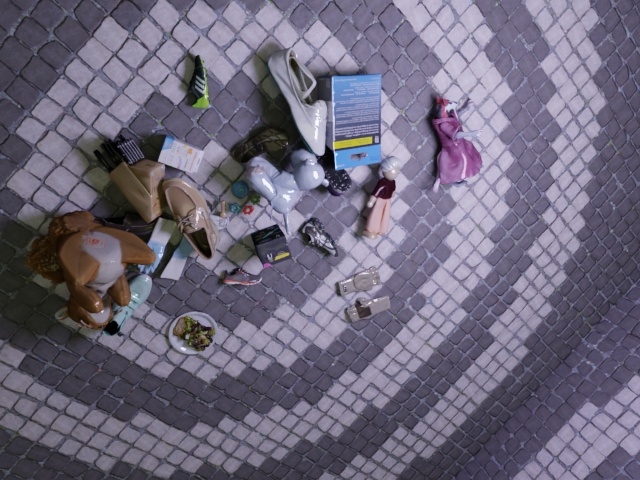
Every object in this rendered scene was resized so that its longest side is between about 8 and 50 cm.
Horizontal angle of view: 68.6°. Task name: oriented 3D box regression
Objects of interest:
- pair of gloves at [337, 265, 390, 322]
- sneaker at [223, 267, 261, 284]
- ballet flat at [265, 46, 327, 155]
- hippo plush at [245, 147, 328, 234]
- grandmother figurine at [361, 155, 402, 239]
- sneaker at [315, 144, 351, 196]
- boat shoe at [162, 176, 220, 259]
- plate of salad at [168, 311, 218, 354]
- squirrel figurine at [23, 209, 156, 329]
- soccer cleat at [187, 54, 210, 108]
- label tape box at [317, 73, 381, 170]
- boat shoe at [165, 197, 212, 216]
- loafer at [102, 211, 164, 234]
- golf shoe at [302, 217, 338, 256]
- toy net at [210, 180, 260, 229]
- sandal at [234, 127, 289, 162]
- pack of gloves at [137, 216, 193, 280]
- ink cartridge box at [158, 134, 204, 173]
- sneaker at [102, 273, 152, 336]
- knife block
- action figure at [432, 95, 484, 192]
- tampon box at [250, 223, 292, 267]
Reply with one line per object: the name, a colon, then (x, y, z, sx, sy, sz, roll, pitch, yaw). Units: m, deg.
pair of gloves: (0.197, 0.248, 2.123, 0.204, 0.042, 0.240, -23, 112, -5)
sneaker: (-0.317, 0.144, 1.916, 0.158, 0.061, 0.065, 0, 102, -18)
ballet flat: (-0.057, -0.502, 1.670, 0.139, 0.139, 0.400, -28, 94, -7)
hippo plush: (-0.116, -0.235, 1.702, 0.236, 0.294, 0.234, -32, 137, 17)
grandmother figurine: (0.263, -0.183, 1.931, 0.104, 0.208, 0.342, 21, 118, 19)
sneaker: (0.012, -0.301, 1.845, 0.107, 0.124, 0.283, -23, 88, -20)
boat shoe: (-0.461, -0.074, 1.694, 0.121, 0.110, 0.341, -16, 130, 12)
plate of salad: (-0.524, 0.389, 1.939, 0.200, 0.048, 0.200, -6, 109, -16)
squirrel figurine: (-0.827, 0.113, 1.645, 0.397, 0.281, 0.370, 40, 128, 15)
soccer cleat: (-0.430, -0.553, 1.639, 0.072, 0.060, 0.179, -7, 113, -14)
label tape box: (0.113, -0.454, 1.781, 0.240, 0.106, 0.333, -15, 113, -33)
boat shoe: (-0.512, -0.156, 1.746, 0.228, 0.068, 0.081, 29, 129, -22)
loafer: (-0.684, -0.065, 1.704, 0.220, 0.080, 0.078, -13, 129, -13)
golf shoe: (0.000, 0.000, 1.964, 0.094, 0.077, 0.198, -33, 108, 8)
toy net: (-0.345, -0.118, 1.825, 0.232, 0.045, 0.122, -47, 117, 4)
sandal: (-0.223, -0.361, 1.775, 0.219, 0.060, 0.090, -27, 109, 9)
pack of gloves: (-0.564, 0.046, 1.769, 0.195, 0.046, 0.232, 20, 102, -47)
ink cartridge box: (-0.498, -0.307, 1.684, 0.143, 0.090, 0.092, 19, 102, -22)
sneaker: (-0.726, 0.252, 1.771, 0.094, 0.151, 0.256, 37, 93, -23)
knife block: (-0.671, -0.221, 1.637, 0.242, 0.088, 0.275, 16, 120, 10)
action figure: (0.541, -0.426, 1.951, 0.276, 0.248, 0.370, -20, 113, 26)
tampon box: (-0.196, 0.021, 1.853, 0.120, 0.161, 0.101, -20, 113, -10)
